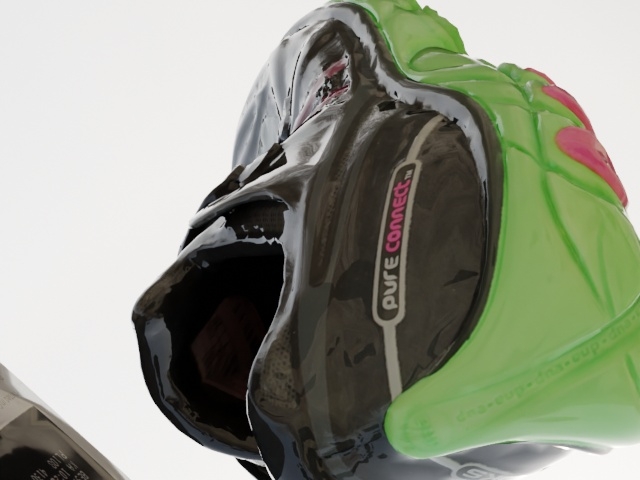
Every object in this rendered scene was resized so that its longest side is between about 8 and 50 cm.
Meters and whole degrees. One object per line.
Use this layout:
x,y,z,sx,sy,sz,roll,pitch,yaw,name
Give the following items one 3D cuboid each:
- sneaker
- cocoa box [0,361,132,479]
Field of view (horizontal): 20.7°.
0.000,0.000,0.816,0.185,0.202,0.483,64,175,-11,sneaker
-0.253,0.168,0.734,0.231,0.228,0.347,42,-168,1,cocoa box
